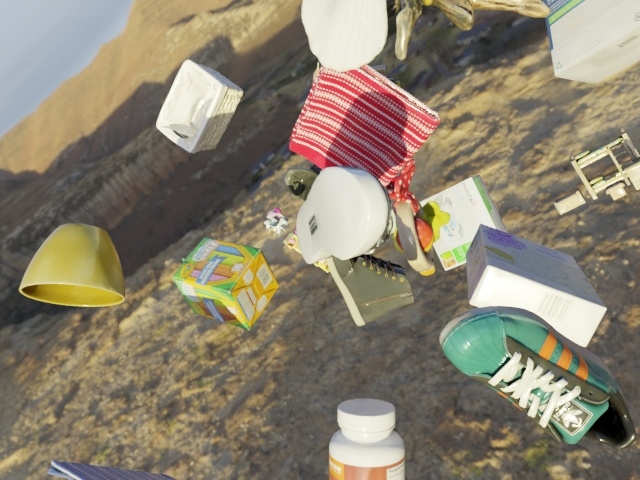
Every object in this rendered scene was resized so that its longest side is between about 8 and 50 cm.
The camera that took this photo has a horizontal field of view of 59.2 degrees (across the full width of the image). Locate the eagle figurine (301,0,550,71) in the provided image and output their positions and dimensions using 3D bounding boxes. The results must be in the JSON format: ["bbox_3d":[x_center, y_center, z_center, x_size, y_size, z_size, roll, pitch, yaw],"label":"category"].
[{"bbox_3d":[0.057,-0.312,0.453,0.226,0.298,0.225,-12,62,15],"label":"eagle figurine"}]

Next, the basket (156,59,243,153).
[{"bbox_3d":[-0.257,-0.287,1.219,0.167,0.113,0.103,-58,-16,21],"label":"basket"}]

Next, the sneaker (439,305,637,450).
[{"bbox_3d":[0.288,0.178,0.711,0.108,0.302,0.121,-56,25,25],"label":"sneaker"}]

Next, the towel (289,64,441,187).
[{"bbox_3d":[0.057,-0.177,0.932,0.031,0.199,0.275,-58,2,-26],"label":"towel"}]

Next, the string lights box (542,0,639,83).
[{"bbox_3d":[0.331,-0.336,0.662,0.133,0.076,0.260,156,113,-62],"label":"string lights box"}]

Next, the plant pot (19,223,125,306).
[{"bbox_3d":[-0.339,0.032,0.789,0.134,0.134,0.095,-19,64,43],"label":"plant pot"}]

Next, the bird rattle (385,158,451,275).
[{"bbox_3d":[0.203,-0.041,1.192,0.143,0.253,0.207,-12,60,14],"label":"bird rattle"}]

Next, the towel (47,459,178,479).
[{"bbox_3d":[-0.403,0.557,1.257,0.243,0.336,0.040,2,68,39],"label":"towel"}]

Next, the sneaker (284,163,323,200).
[{"bbox_3d":[-0.031,-0.165,1.547,0.130,0.227,0.087,42,113,38],"label":"sneaker"}]

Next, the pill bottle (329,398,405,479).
[{"bbox_3d":[0.073,0.370,0.891,0.121,0.216,0.121,-1,1,0],"label":"pill bottle"}]

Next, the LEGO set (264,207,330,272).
[{"bbox_3d":[0.000,0.000,1.393,0.107,0.287,0.132,-55,46,2],"label":"LEGO set"}]

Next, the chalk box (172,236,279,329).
[{"bbox_3d":[-0.308,0.120,1.699,0.289,0.180,0.179,9,49,30],"label":"chalk box"}]

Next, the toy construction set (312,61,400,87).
[{"bbox_3d":[0.082,-0.359,1.445,0.257,0.309,0.237,-9,67,30],"label":"toy construction set"}]

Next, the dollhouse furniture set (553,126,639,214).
[{"bbox_3d":[0.530,-0.127,1.106,0.182,0.101,0.161,-31,1,28],"label":"dollhouse furniture set"}]

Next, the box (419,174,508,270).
[{"bbox_3d":[0.501,-0.063,1.976,0.231,0.262,0.127,-26,-4,32],"label":"box"}]

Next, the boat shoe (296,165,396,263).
[{"bbox_3d":[0.045,-0.027,0.713,0.102,0.108,0.301,-11,-8,-14],"label":"boat shoe"}]

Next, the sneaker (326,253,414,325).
[{"bbox_3d":[0.079,0.039,0.982,0.118,0.222,0.083,-22,29,7],"label":"sneaker"}]

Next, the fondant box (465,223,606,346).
[{"bbox_3d":[0.451,0.082,1.236,0.330,0.238,0.096,-51,-19,-70],"label":"fondant box"}]
